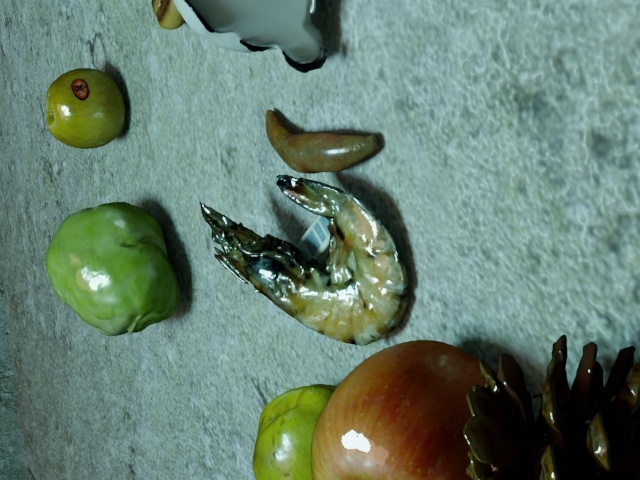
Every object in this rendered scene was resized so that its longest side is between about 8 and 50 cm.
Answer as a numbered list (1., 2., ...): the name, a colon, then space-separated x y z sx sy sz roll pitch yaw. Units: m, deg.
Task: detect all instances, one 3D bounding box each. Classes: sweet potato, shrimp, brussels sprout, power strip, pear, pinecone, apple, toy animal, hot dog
1. sweet potato: -0.016 -0.131 1.068 0.255 0.058 0.078 23 104 52
2. shrimp: -0.030 0.002 1.070 0.365 0.071 0.233 32 126 25
3. brussels sprout: -0.423 0.054 1.571 0.274 0.242 0.316 57 154 -16
4. power strip: 0.000 0.000 1.113 0.047 0.030 0.191 61 142 20
5. pear: -0.004 0.308 1.103 0.200 0.200 0.200 25 121 49
6. pinecone: 0.249 0.211 0.664 0.264 0.264 0.264 25 121 49
7. apple: 0.119 0.238 0.864 0.242 0.241 0.242 16 117 34
8. toy animal: -0.130 -0.380 1.054 0.357 0.194 0.258 52 166 55
9. hot dog: -0.247 -0.406 1.296 0.140 0.060 0.090 -54 54 41
10. apple: -0.499 -0.277 1.610 0.182 0.155 0.182 28 127 46
